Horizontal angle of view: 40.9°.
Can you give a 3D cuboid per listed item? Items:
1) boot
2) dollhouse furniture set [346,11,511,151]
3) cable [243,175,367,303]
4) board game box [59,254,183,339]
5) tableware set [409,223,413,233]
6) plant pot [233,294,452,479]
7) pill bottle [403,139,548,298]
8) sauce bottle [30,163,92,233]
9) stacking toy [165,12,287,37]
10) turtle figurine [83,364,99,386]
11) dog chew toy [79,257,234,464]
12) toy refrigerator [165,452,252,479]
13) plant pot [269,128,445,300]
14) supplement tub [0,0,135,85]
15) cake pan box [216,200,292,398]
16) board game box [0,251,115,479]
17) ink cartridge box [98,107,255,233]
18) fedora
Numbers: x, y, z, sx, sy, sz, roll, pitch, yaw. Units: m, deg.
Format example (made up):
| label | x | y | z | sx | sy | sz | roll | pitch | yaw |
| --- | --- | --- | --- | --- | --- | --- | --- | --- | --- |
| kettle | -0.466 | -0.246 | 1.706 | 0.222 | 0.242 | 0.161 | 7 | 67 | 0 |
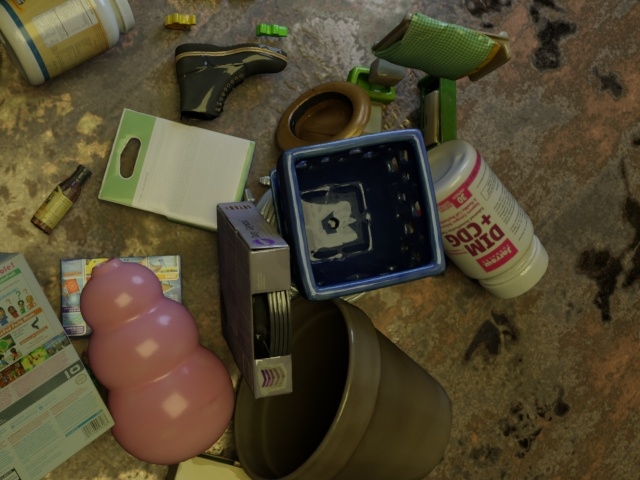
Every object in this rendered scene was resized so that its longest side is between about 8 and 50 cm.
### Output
| label | x | y | z | sx | sy | sz | roll | pitch | yaw |
| --- | --- | --- | --- | --- | --- | --- | --- | --- | --- |
| boot | -0.156 | -0.271 | 1.515 | 0.198 | 0.077 | 0.137 | -2 | 73 | -3 |
| dollhouse furniture set | 0.178 | -0.258 | 1.499 | 0.197 | 0.301 | 0.151 | 6 | 80 | -18 |
| cable | 0.000 | 0.000 | 1.534 | 0.257 | 0.089 | 0.257 | -5 | 86 | -16 |
| board game box | -0.336 | 0.096 | 1.458 | 0.201 | 0.035 | 0.136 | -1 | 85 | -16 |
| tableware set | 0.136 | -0.085 | 1.568 | 0.194 | 0.039 | 0.128 | 57 | 30 | -6 |
| plant pot | 0.055 | 0.281 | 1.437 | 0.280 | 0.323 | 0.323 | 26 | 78 | -30 |
| pill bottle | 0.283 | -0.032 | 1.555 | 0.283 | 0.160 | 0.160 | 45 | 74 | -25 |
| sauce bottle | -0.433 | -0.071 | 1.444 | 0.042 | 0.042 | 0.128 | 37 | 74 | -10 |
| stacking toy | -0.168 | -0.457 | 1.554 | 0.221 | 0.052 | 0.167 | 2 | 86 | -18 |
| turtle figurine | -0.479 | 0.252 | 1.351 | 0.234 | 0.118 | 0.175 | -39 | 124 | -21 |
| dog chew toy | -0.272 | 0.184 | 1.360 | 0.206 | 0.206 | 0.332 | -27 | 102 | -17 |
| toy refrigerator | -0.122 | 0.422 | 1.453 | 0.269 | 0.102 | 0.094 | 19 | 80 | -13 |
| plant pot | 0.043 | -0.038 | 1.391 | 0.236 | 0.212 | 0.236 | -10 | 91 | -16 |
| supplement tub | -0.425 | -0.361 | 1.419 | 0.199 | 0.144 | 0.144 | -33 | 94 | -17 |
| cake pan box | -0.108 | 0.087 | 1.368 | 0.070 | 0.267 | 0.246 | -8 | 109 | -16 |
| board game box | -0.469 | 0.200 | 1.229 | 0.224 | 0.097 | 0.303 | -35 | 112 | -34 |
| ink cartridge box | -0.246 | -0.117 | 1.495 | 0.235 | 0.056 | 0.171 | 14 | 80 | -3 |
| fedora | 0.015 | -0.199 | 1.538 | 0.194 | 0.194 | 0.079 | -53 | 136 | -14 |
